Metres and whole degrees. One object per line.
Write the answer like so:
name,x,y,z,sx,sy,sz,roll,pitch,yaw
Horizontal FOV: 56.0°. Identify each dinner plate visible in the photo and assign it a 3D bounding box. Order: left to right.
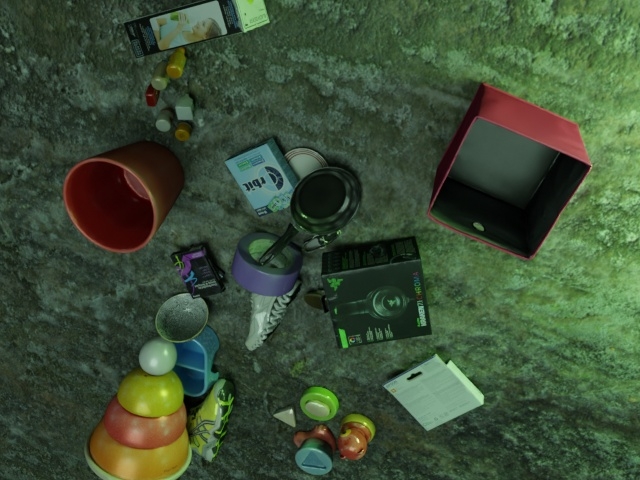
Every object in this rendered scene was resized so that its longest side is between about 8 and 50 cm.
dinner plate,-0.042,-0.182,1.614,0.141,0.017,0.141,8,122,13

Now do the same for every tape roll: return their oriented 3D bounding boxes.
tape roll,-0.149,0.065,1.685,0.189,0.189,0.080,24,124,2

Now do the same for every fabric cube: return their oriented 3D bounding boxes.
fabric cube,0.411,-0.160,1.350,0.254,0.258,0.259,23,123,2

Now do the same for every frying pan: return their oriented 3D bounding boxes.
frying pan,-0.018,-0.052,1.605,0.197,0.053,0.326,18,112,-28

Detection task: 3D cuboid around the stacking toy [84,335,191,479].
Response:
stacking toy,-0.553,0.524,1.971,0.351,0.350,0.480,19,107,5

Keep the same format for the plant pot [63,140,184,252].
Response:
plant pot,-0.511,-0.140,1.644,0.275,0.243,0.275,8,120,13

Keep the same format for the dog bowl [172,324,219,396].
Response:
dog bowl,-0.434,0.406,2.034,0.166,0.074,0.297,13,121,10

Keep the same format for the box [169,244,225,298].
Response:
box,-0.372,0.098,1.832,0.116,0.029,0.162,-14,115,23

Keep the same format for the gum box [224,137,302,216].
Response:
gum box,-0.148,-0.166,1.625,0.157,0.041,0.184,-17,113,35

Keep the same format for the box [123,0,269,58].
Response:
box,-0.286,-0.512,1.412,0.290,0.169,0.087,-5,115,21

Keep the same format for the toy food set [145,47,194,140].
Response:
toy food set,-0.388,-0.383,1.576,0.111,0.104,0.232,0,138,1

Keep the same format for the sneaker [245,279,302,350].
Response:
sneaker,-0.166,0.209,1.832,0.118,0.110,0.292,33,115,6

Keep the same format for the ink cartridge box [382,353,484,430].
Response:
ink cartridge box,0.343,0.459,1.849,0.223,0.045,0.224,-37,103,30

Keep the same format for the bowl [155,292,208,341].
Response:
bowl,-0.430,0.261,1.919,0.170,0.170,0.080,8,147,12

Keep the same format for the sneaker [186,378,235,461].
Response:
sneaker,-0.400,0.628,2.111,0.147,0.145,0.384,21,121,4

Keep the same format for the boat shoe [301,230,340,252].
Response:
boat shoe,0.000,0.000,1.693,0.125,0.038,0.046,-21,111,26

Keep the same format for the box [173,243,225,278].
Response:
box,-0.374,0.088,1.861,0.137,0.027,0.094,43,120,-9

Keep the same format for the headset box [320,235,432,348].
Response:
headset box,0.143,0.145,1.645,0.283,0.131,0.246,-9,116,6

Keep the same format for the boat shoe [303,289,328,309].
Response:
boat shoe,0.026,0.171,1.785,0.153,0.048,0.056,-1,124,24

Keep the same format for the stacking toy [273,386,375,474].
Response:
stacking toy,-0.006,0.654,2.015,0.279,0.130,0.309,45,121,-11
